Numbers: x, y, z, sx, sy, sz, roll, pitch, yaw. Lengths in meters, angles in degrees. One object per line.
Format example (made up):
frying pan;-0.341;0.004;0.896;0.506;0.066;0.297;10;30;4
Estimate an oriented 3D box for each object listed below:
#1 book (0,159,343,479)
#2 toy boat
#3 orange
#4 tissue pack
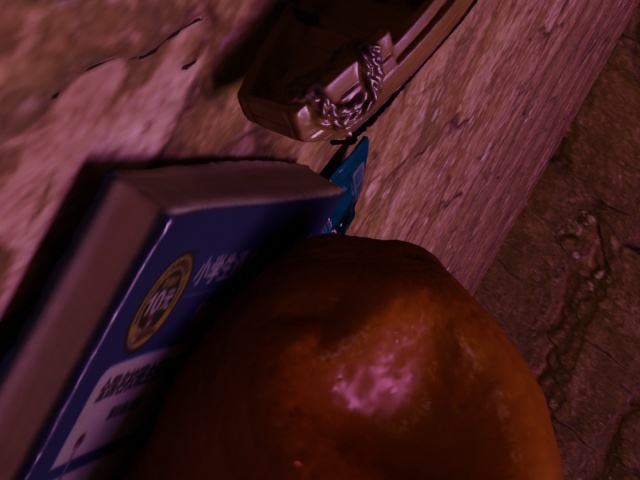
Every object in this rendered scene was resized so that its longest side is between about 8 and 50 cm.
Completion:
book;-0.133;0.153;0.634;0.428;0.039;0.300;-60;170;9
toy boat;0.034;-0.126;0.570;0.206;0.064;0.072;-57;152;-21
orange;0.015;0.129;0.641;0.249;0.183;0.249;-57;169;-17
tissue pack;0.000;0.000;0.872;0.085;0.028;0.138;-53;172;-31
